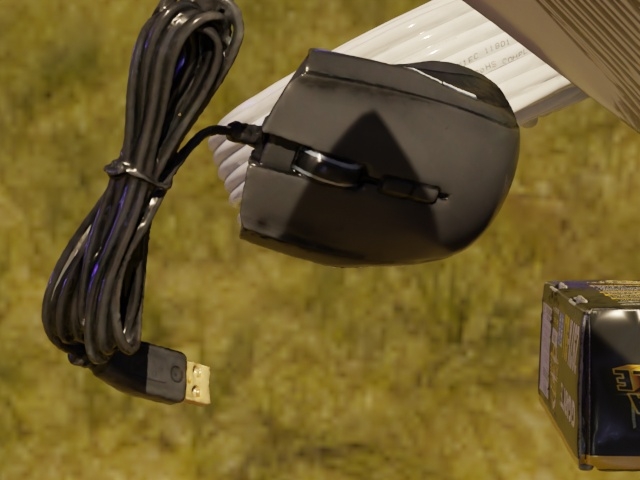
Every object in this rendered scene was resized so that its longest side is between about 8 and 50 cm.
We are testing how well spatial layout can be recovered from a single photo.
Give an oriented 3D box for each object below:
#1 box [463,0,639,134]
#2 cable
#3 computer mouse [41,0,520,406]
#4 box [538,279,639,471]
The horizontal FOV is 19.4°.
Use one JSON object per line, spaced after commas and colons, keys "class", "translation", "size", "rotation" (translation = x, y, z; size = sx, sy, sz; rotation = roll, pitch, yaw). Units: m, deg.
{"class": "box", "translation": [0.097, -0.086, 0.479], "size": [0.275, 0.094, 0.113], "rotation": [38, -7, 13]}
{"class": "cable", "translation": [0.059, -0.084, 1.103], "size": [0.257, 0.089, 0.257], "rotation": [-26, 0, -28]}
{"class": "computer mouse", "translation": [0.000, 0.000, 0.823], "size": [0.060, 0.184, 0.262], "rotation": [32, 13, 37]}
{"class": "box", "translation": [0.276, 0.061, 0.918], "size": [0.322, 0.079, 0.257], "rotation": [0, 0, 2]}
